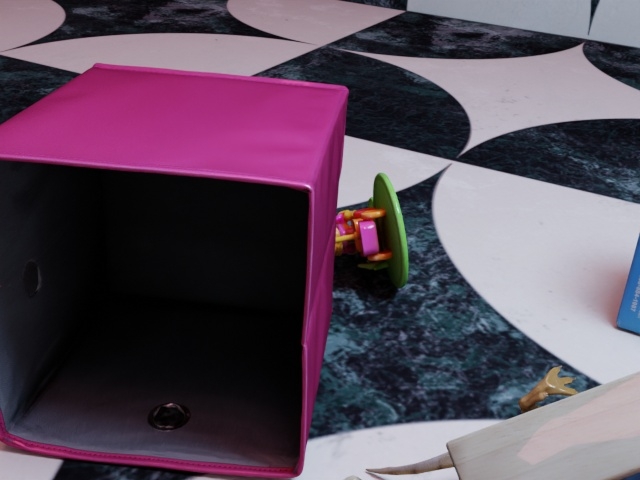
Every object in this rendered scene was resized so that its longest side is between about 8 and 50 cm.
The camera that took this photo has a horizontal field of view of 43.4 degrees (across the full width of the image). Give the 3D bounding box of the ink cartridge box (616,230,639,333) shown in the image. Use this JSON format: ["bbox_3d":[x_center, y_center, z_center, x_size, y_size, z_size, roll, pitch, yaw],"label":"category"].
[{"bbox_3d":[0.479,0.016,0.782,0.307,0.223,0.129,18,30,26],"label":"ink cartridge box"}]

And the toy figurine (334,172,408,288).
[{"bbox_3d":[0.000,0.000,0.901,0.159,0.130,0.173,-10,7,-6],"label":"toy figurine"}]

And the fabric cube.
[{"bbox_3d":[-0.118,0.010,0.692,0.254,0.259,0.258,5,26,4],"label":"fabric cube"}]

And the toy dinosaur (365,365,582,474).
[{"bbox_3d":[0.155,0.160,0.628,0.212,0.112,0.064,-1,42,-20],"label":"toy dinosaur"}]

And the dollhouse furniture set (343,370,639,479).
[{"bbox_3d":[0.146,0.266,0.441,0.286,0.198,0.303,-20,62,0],"label":"dollhouse furniture set"}]
